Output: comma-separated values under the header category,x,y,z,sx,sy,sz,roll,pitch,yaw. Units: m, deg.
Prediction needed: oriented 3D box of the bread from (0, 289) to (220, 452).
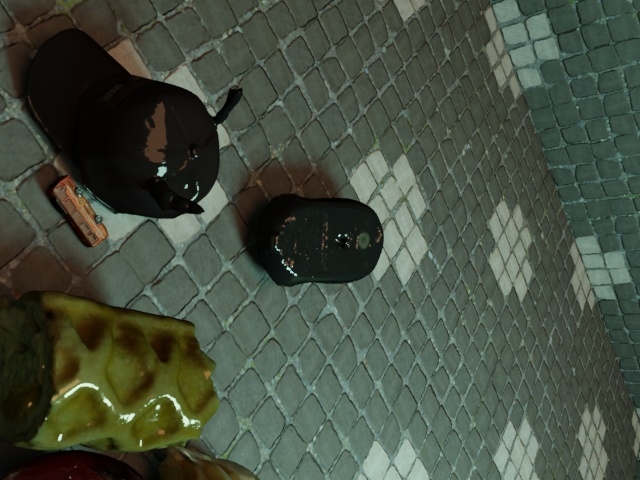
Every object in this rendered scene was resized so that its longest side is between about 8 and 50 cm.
category,x,y,z,sx,sy,sz,roll,pitch,yaw
bread,-0.299,0.175,0.857,0.252,0.238,0.196,23,70,-56

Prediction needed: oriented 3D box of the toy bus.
category,x,y,z,sx,sy,sz,roll,pitch,yaw
toy bus,-0.359,-0.042,0.959,0.043,0.031,0.110,-47,120,-34

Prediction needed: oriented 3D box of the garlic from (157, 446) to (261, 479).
category,x,y,z,sx,sy,sz,roll,pitch,yaw
garlic,-0.186,0.483,0.984,0.249,0.286,0.313,9,66,-3

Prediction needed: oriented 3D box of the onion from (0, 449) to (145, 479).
category,x,y,z,sx,sy,sz,roll,pitch,yaw
onion,-0.315,0.391,0.782,0.276,0.276,0.276,9,78,-49

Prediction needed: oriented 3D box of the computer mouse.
category,x,y,z,sx,sy,sz,roll,pitch,yaw
computer mouse,-0.003,0.000,1.308,0.323,0.116,0.183,2,86,-42

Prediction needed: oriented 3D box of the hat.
category,x,y,z,sx,sy,sz,roll,pitch,yaw
hat,-0.251,-0.176,0.964,0.336,0.208,0.238,56,45,-29
